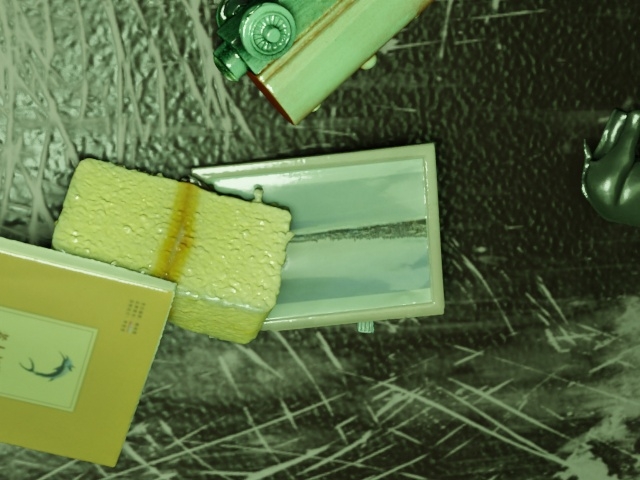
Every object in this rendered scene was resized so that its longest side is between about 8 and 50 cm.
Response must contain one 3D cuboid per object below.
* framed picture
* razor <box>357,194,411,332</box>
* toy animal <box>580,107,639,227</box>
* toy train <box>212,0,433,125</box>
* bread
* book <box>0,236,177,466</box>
[{"bbox_3d":[0.000,0.000,1.658,0.289,0.016,0.213,-6,104,-4],"label":"framed picture"},{"bbox_3d":[0.065,0.018,1.697,0.068,0.037,0.191,5,103,-8],"label":"razor"},{"bbox_3d":[0.439,-0.071,1.760,0.245,0.114,0.146,18,90,3],"label":"toy animal"},{"bbox_3d":[0.013,-0.263,1.588,0.285,0.116,0.177,-43,122,-4],"label":"toy train"},{"bbox_3d":[-0.174,0.024,1.585,0.266,0.142,0.178,15,116,-8],"label":"bread"},{"bbox_3d":[-0.377,0.109,1.525,0.388,0.032,0.269,16,120,-13],"label":"book"}]
